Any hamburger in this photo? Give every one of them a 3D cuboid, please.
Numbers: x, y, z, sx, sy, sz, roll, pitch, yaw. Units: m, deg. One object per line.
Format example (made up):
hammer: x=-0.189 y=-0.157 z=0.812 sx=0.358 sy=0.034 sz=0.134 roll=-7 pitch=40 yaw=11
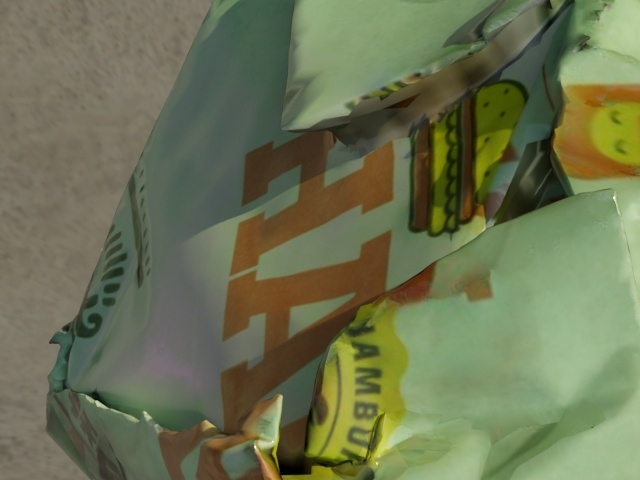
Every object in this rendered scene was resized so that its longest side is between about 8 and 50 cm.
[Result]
hamburger: x=0.036 y=-0.005 z=0.412 sx=0.125 sy=0.214 sz=0.235 roll=47 pitch=67 yaw=-29

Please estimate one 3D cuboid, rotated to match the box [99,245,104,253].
box: x=-0.164 y=0.035 z=1.697 sx=0.090 sy=0.024 sz=0.167 roll=-45 pitch=119 yaw=-3
